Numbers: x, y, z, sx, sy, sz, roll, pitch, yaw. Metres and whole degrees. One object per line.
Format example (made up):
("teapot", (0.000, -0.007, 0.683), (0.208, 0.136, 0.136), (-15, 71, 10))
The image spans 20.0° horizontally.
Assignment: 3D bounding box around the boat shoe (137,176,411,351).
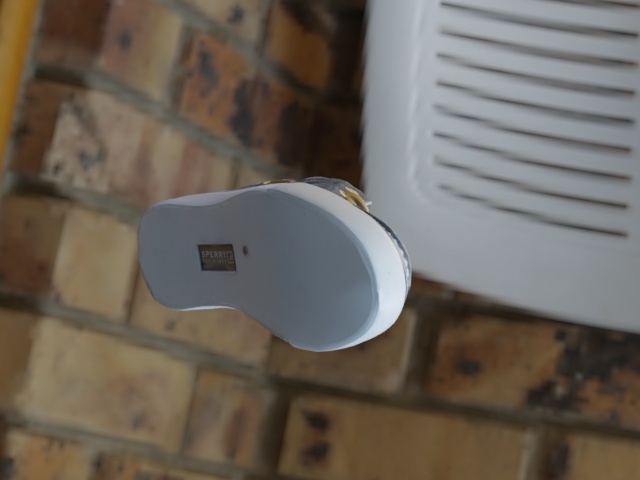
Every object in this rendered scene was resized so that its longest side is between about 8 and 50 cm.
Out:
("boat shoe", (0.000, 0.000, 0.755), (0.083, 0.065, 0.183), (-13, -169, -31))
